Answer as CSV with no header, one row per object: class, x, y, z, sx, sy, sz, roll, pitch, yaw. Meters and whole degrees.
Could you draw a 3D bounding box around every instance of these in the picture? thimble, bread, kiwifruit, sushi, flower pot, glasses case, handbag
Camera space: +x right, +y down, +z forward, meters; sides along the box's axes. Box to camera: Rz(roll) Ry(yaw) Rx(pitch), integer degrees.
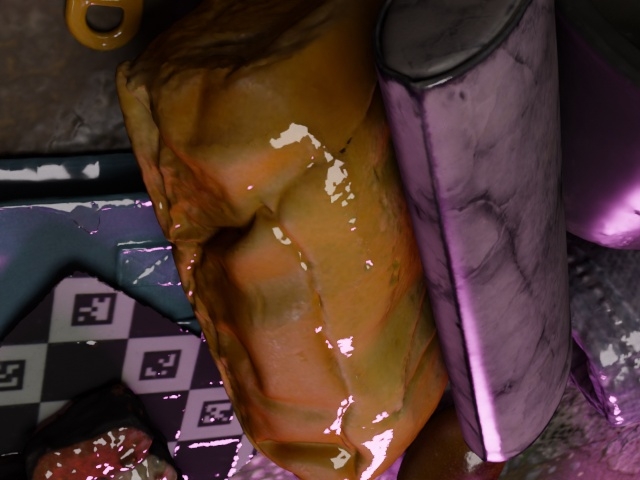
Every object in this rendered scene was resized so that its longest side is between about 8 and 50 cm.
thimble,0.213,0.051,0.688,0.097,0.150,0.150,-30,131,-1
bread,0.000,0.000,0.533,0.132,0.167,0.294,6,132,24
kiwifruit,0.109,0.188,0.797,0.075,0.075,0.124,7,125,-27
sushi,-0.143,0.155,0.600,0.231,0.047,0.219,-44,132,9
flower pot,0.193,-0.091,0.550,0.235,0.235,0.148,-1,146,-22
glasses case,0.088,-0.003,0.489,0.114,0.060,0.299,-58,147,-30
handbag,-0.151,0.056,0.595,0.179,0.062,0.229,-6,127,-23

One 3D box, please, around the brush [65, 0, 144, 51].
brush,-0.089,-0.214,0.445,0.103,0.013,0.272,0,126,-23
